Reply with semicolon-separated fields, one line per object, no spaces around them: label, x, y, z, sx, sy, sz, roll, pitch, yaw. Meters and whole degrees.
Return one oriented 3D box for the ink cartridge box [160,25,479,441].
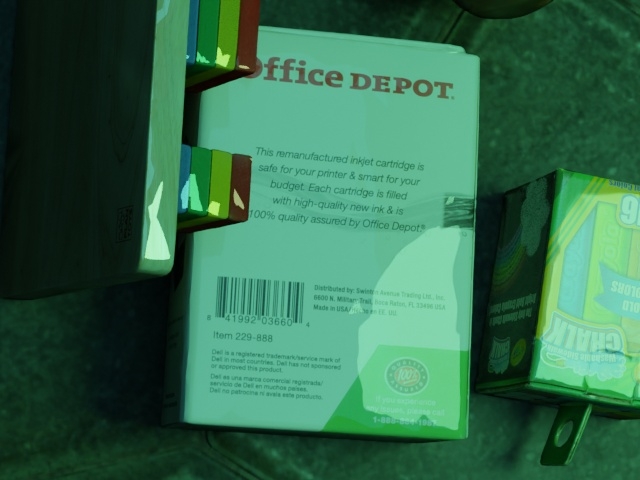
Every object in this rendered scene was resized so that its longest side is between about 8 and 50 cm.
ink cartridge box;0.000;0.000;1.293;0.211;0.121;0.289;5;81;-12

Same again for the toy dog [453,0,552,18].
toy dog;0.185;-0.353;1.267;0.284;0.408;0.395;43;30;25

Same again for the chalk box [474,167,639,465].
chalk box;0.205;0.068;1.326;0.132;0.132;0.213;10;82;-11

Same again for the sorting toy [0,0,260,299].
sorting toy;-0.132;-0.091;1.220;0.089;0.255;0.257;7;81;-30
